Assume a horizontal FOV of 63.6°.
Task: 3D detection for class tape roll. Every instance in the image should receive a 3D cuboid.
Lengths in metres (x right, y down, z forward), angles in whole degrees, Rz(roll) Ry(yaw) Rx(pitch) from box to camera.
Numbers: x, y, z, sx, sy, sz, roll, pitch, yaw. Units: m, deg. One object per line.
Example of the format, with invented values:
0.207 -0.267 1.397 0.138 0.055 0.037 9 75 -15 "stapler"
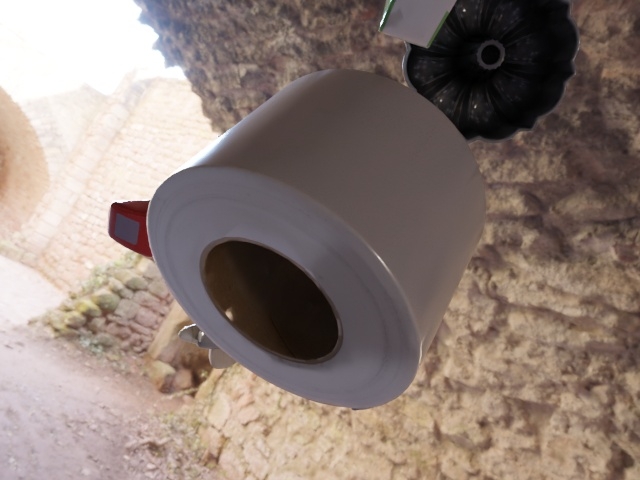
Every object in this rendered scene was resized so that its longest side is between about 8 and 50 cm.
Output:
0.000 0.000 0.448 0.246 0.169 0.246 20 -44 21 "tape roll"

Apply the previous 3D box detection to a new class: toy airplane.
-0.141 0.016 0.938 0.386 0.384 0.272 58 4 -17 "toy airplane"

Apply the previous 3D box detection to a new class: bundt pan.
0.316 -0.359 1.011 0.331 0.331 0.124 30 13 -6 "bundt pan"

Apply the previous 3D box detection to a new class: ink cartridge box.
0.171 -0.440 0.783 0.093 0.219 0.160 15 -20 -6 "ink cartridge box"
